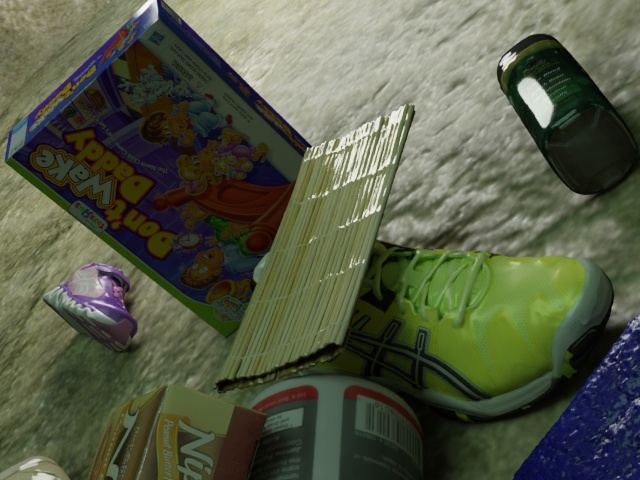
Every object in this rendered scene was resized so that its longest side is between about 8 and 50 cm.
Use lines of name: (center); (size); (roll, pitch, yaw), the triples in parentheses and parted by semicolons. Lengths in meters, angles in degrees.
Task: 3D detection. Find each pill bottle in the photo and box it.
pill bottle: (0.001, 0.257, 0.832); (0.161, 0.161, 0.283); (-30, 33, 27)

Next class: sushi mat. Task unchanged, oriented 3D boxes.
sushi mat: (0.000, 0.000, 0.992); (0.151, 0.019, 0.317); (-23, 33, 36)

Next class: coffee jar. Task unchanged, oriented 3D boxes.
coffee jar: (0.236, -0.129, 1.060); (0.079, 0.096, 0.184); (-36, 31, 14)

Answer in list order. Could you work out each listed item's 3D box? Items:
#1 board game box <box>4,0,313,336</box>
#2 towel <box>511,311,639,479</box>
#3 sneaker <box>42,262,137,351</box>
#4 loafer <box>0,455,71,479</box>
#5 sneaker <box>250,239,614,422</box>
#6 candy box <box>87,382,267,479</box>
board game box: (-0.145, -0.072, 1.238); (0.233, 0.347, 0.078); (-40, 31, 15)
towel: (0.254, 0.172, 0.688); (0.228, 0.076, 0.308); (-49, 29, -4)
sneaker: (-0.311, 0.082, 1.539); (0.104, 0.095, 0.236); (-47, 27, -16)
loafer: (-0.389, 0.336, 1.240); (0.092, 0.102, 0.268); (-2, 25, 45)
sneaker: (0.078, 0.067, 0.978); (0.384, 0.147, 0.145); (-11, 43, 45)
candy box: (-0.147, 0.230, 0.921); (0.316, 0.087, 0.183); (145, 142, -69)
